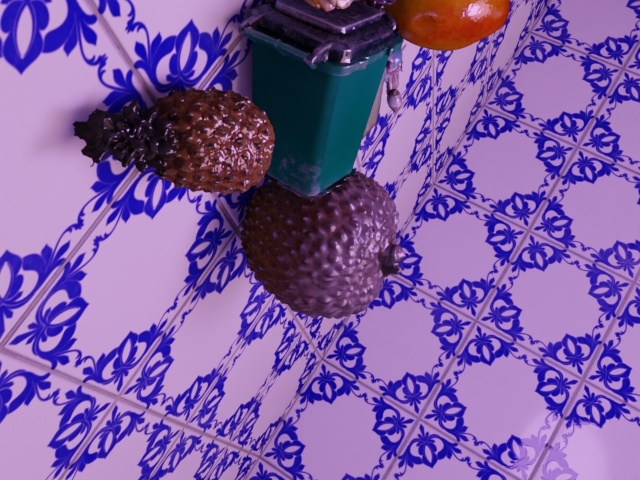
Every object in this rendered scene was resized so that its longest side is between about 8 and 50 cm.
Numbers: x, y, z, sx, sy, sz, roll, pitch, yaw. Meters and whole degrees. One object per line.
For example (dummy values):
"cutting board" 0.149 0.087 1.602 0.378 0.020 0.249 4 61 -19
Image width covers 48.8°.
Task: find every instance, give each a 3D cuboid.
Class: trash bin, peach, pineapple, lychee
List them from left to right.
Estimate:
"pineapple" -0.251 -0.168 1.220 0.362 0.202 0.202 -13 130 -51
"trash bin" -0.020 -0.296 1.463 0.295 0.259 0.381 -37 147 -45
"lychee" 0.000 0.000 1.716 0.380 0.432 0.380 14 90 -68
"peach" 0.335 -0.632 1.849 0.289 0.308 0.289 -52 169 -14

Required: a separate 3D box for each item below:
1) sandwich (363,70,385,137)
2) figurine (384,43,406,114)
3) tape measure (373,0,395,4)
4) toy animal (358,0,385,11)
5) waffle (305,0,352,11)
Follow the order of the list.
"sandwich" 0.069 -0.349 1.901 0.273 0.095 0.249 -49 161 -35
"figurine" 0.189 -0.462 2.026 0.260 0.103 0.205 63 33 -73
"tape measure" 0.081 -0.580 1.397 0.149 0.232 0.245 -54 159 -19
"toy animal" 0.130 -0.613 1.745 0.148 0.085 0.232 -68 171 -62
"waffle" -0.027 -0.570 1.103 0.261 0.114 0.376 -55 136 1
